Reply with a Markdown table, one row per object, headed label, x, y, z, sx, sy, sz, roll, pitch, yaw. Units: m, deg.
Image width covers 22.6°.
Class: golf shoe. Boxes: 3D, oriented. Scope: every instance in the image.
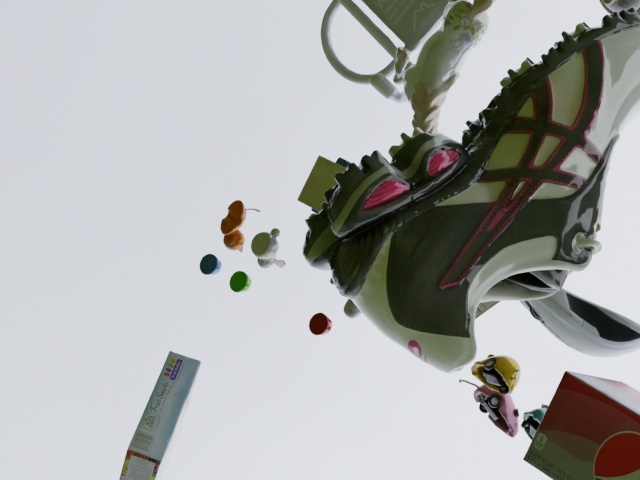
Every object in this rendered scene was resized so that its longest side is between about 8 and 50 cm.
| label | x | y | z | sx | sy | sz | roll | pitch | yaw |
| --- | --- | --- | --- | --- | --- | --- | --- | --- | --- |
| golf shoe | 0.119 | -0.031 | 0.896 | 0.273 | 0.105 | 0.120 | -34 | -102 | -24 |

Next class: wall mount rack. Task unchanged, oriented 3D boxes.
| label | x | y | z | sx | sy | sz | roll | pitch | yaw |
| --- | --- | --- | --- | --- | --- | --- | --- | --- | --- |
| wall mount rack | 0.056 | -0.330 | 1.727 | 0.304 | 0.130 | 0.350 | 46 | -58 | 9 |

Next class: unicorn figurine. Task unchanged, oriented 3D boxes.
| label | x | y | z | sx | sy | sz | roll | pitch | yaw |
| --- | --- | --- | --- | --- | --- | --- | --- | --- | --- |
| unicorn figurine | 0.091 | -0.129 | 1.192 | 0.111 | 0.060 | 0.162 | -94 | -164 | -59 |

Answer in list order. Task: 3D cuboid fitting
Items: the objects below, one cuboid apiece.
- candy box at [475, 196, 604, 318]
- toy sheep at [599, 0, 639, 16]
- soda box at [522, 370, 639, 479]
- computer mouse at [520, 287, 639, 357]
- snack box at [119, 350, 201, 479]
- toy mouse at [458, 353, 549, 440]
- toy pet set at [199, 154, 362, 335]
| label | x | y | z | sx | sy | sz | roll | pitch | yaw |
| --- | --- | --- | --- | --- | --- | --- | --- | --- | --- |
| candy box | 0.197 | 0.000 | 1.597 | 0.187 | 0.053 | 0.109 | -37 | -167 | 27 |
| toy sheep | 0.310 | -0.258 | 1.571 | 0.091 | 0.132 | 0.091 | 26 | -48 | 32 |
| soda box | 0.286 | 0.195 | 1.205 | 0.263 | 0.092 | 0.083 | 31 | -79 | 40 |
| computer mouse | 0.216 | 0.068 | 1.487 | 0.193 | 0.106 | 0.042 | 25 | -103 | -2 |
| snack box | -0.156 | 0.188 | 1.512 | 0.141 | 0.037 | 0.100 | -70 | 180 | -50 |
| toy mouse | 0.203 | 0.172 | 1.626 | 0.031 | 0.143 | 0.161 | -39 | -164 | -20 |
| toy pet set | 0.000 | 0.000 | 1.087 | 0.122 | 0.065 | 0.114 | 28 | -87 | 37 |
